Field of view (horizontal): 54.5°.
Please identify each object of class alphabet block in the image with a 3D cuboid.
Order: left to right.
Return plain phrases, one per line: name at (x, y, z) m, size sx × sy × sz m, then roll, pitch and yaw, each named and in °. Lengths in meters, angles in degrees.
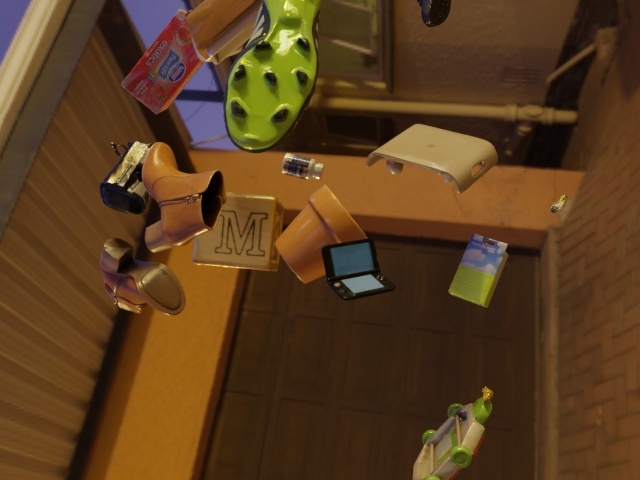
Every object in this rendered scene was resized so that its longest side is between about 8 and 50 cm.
alphabet block at (-0.210, -0.022, 1.642) m, size 0.192 × 0.197 × 0.193 m, roll 22°, pitch -107°, yaw -85°

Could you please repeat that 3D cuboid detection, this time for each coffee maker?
coffee maker at (-0.504, -0.165, 1.636) m, size 0.120 × 0.171 × 0.178 m, roll 72°, pitch -150°, yaw -43°

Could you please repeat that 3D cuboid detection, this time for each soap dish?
soap dish at (-0.202, -0.575, 1.545) m, size 0.118 × 0.291 × 0.229 m, roll 49°, pitch -177°, yaw -11°

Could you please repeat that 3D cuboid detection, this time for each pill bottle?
pill bottle at (-0.052, -0.220, 1.875) m, size 0.067 × 0.120 × 0.067 m, roll 14°, pitch -90°, yaw -83°

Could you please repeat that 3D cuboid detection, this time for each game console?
game console at (0.075, 0.056, 1.218) m, size 0.107 × 0.122 × 0.071 m, roll 44°, pitch 136°, yaw 52°

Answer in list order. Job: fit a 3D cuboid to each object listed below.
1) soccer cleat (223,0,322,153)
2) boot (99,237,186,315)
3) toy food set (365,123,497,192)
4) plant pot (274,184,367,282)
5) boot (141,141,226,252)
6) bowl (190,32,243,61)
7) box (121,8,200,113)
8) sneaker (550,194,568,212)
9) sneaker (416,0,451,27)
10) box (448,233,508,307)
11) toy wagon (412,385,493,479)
soccer cleat at (-0.028, -0.131, 0.453) m, size 0.072 × 0.060 × 0.178 m, roll 97°, pitch -177°, yaw -65°
boot at (-0.477, 0.144, 1.645) m, size 0.109 × 0.284 × 0.220 m, roll -48°, pitch -13°, yaw -40°
toy food set at (0.310, -0.225, 1.742) m, size 0.220 × 0.306 × 0.092 m, roll -36°, pitch -45°, yaw -38°
plant pot at (0.000, 0.000, 1.515) m, size 0.205 × 0.188 × 0.205 m, roll 52°, pitch -177°, yaw -4°
boot at (-0.296, -0.123, 1.383) m, size 0.104 × 0.211 × 0.294 m, roll 26°, pitch -129°, yaw -47°
bowl at (-0.282, -0.566, 1.720) m, size 0.053 × 0.142 × 0.141 m, roll 53°, pitch 159°, yaw 45°
box at (-0.465, -0.560, 1.952) m, size 0.300 × 0.142 × 0.154 m, roll -47°, pitch 14°, yaw 11°
sneaker at (0.828, -0.120, 2.150) m, size 0.083 × 0.031 × 0.035 m, roll -41°, pitch -30°, yaw -15°
sneaker at (0.179, -0.423, 1.057) m, size 0.051 × 0.089 × 0.170 m, roll 35°, pitch -115°, yaw -39°
box at (0.433, 0.081, 1.693) m, size 0.042 × 0.109 × 0.178 m, roll 32°, pitch -100°, yaw -57°
toy wagon at (0.379, 0.556, 1.738) m, size 0.344 × 0.068 × 0.267 m, roll -52°, pitch 0°, yaw 15°
